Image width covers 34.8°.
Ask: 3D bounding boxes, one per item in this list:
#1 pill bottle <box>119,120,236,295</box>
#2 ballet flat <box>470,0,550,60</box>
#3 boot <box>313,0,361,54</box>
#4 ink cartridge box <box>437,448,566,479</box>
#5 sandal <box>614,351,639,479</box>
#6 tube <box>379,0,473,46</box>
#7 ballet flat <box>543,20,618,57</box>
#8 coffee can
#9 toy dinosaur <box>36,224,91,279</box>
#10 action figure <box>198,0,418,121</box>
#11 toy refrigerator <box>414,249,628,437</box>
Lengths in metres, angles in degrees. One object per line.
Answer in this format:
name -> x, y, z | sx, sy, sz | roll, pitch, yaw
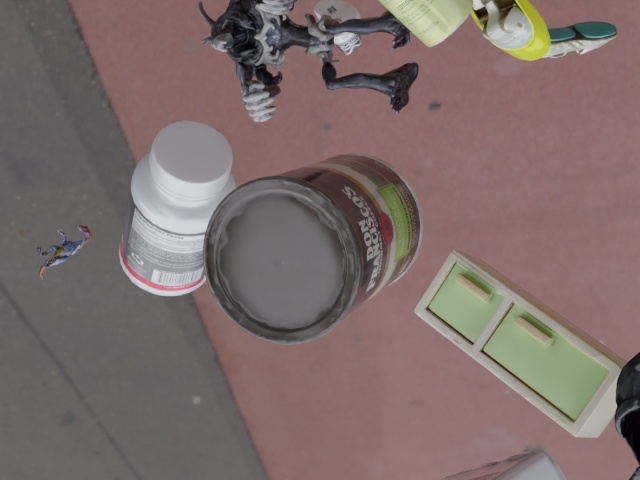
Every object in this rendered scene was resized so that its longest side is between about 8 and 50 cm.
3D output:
pill bottle -> -0.242, -0.055, 1.746 | 0.176, 0.176, 0.318 | 11, 144, -11
ballet flat -> 0.216, -0.302, 1.302 | 0.077, 0.077, 0.231 | -21, 123, 33
boot -> 0.044, -0.344, 1.690 | 0.069, 0.190, 0.086 | -31, 119, 10
ink cartridge box -> 0.023, 0.253, 0.616 | 0.278, 0.117, 0.201 | -27, 170, -20
sandal -> 0.371, 0.113, 0.974 | 0.168, 0.107, 0.445 | -11, 131, -31
tube -> 0.035, -0.275, 0.921 | 0.240, 0.062, 0.070 | 41, 97, -18
ballet flat -> 0.449, -0.355, 1.819 | 0.168, 0.057, 0.052 | -9, 138, -19
coffee can -> 0.000, 0.000, 1.318 | 0.202, 0.201, 0.275 | -14, -175, 23
toy dinosaur -> -0.389, 0.010, 1.556 | 0.082, 0.047, 0.090 | -23, 164, -37
action figure -> -0.035, -0.223, 1.145 | 0.276, 0.141, 0.164 | 10, 113, 20
toy refrigerator -> 0.256, 0.127, 1.293 | 0.094, 0.269, 0.102 | 17, 108, -55
